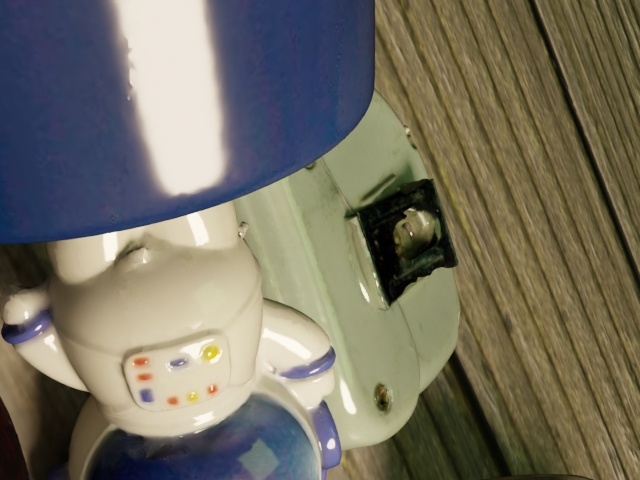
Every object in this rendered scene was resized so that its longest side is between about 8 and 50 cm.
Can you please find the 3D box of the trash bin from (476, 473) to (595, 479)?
[{"bbox_3d":[0.168,0.287,1.020,0.290,0.182,0.210,31,52,-58],"label":"trash bin"}]

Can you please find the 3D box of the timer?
[{"bbox_3d":[-0.081,0.005,0.672,0.270,0.270,0.384,-48,133,-55],"label":"timer"}]

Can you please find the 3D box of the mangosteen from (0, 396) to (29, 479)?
[{"bbox_3d":[-0.210,0.079,0.459,0.211,0.211,0.250,32,22,-51],"label":"mangosteen"}]

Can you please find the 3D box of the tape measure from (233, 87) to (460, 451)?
[{"bbox_3d":[-0.001,0.000,0.892,0.246,0.125,0.243,-36,110,-57],"label":"tape measure"}]
